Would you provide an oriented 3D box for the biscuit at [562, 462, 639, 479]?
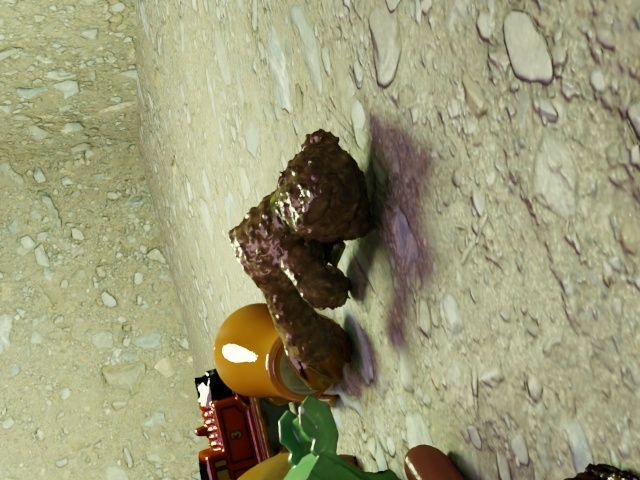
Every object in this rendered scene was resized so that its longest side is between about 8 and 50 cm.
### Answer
[{"bbox_3d":[0.268,0.386,0.745,0.107,0.073,0.388,-177,77,-72],"label":"biscuit"}]

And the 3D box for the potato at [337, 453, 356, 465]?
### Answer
[{"bbox_3d":[-0.033,0.520,1.604,0.264,0.211,0.190,110,153,-58],"label":"potato"}]

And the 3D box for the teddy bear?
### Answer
[{"bbox_3d":[0.007,0.006,1.263,0.296,0.222,0.246,53,-148,-31],"label":"teddy bear"}]

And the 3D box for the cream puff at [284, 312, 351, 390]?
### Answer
[{"bbox_3d":[-0.002,0.175,1.445,0.119,0.104,0.133,48,-160,-48],"label":"cream puff"}]

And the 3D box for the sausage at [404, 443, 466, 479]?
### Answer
[{"bbox_3d":[0.154,0.311,1.091,0.154,0.062,0.062,-130,32,-59],"label":"sausage"}]

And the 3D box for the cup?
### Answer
[{"bbox_3d":[-0.064,0.226,1.629,0.226,0.182,0.264,48,163,-16],"label":"cup"}]

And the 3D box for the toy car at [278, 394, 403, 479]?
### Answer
[{"bbox_3d":[0.065,0.382,1.152,0.358,0.176,0.213,36,154,1],"label":"toy car"}]

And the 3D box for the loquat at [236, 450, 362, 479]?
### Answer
[{"bbox_3d":[-0.029,0.491,1.375,0.328,0.328,0.329,168,90,-74],"label":"loquat"}]

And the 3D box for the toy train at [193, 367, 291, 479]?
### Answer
[{"bbox_3d":[-0.149,0.412,1.879,0.163,0.231,0.369,157,100,-70],"label":"toy train"}]
